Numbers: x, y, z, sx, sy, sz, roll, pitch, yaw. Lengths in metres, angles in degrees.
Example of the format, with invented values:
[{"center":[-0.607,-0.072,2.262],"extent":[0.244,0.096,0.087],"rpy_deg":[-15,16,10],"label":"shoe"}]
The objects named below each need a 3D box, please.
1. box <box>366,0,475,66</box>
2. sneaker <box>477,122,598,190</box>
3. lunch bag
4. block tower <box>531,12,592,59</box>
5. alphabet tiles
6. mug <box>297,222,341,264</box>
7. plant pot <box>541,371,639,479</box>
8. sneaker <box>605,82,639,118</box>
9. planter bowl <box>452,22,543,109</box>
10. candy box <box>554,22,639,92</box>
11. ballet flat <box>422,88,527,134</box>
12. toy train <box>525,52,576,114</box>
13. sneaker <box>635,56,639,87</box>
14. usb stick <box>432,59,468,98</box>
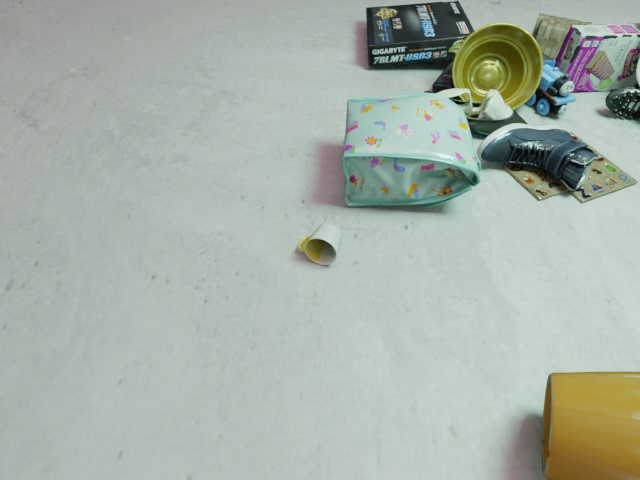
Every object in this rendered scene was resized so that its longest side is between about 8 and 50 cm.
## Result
[{"center":[0.286,-0.623,1.311],"extent":[0.293,0.073,0.295],"rpy_deg":[-2,46,8],"label":"box"},{"center":[0.465,-0.175,0.930],"extent":[0.226,0.086,0.163],"rpy_deg":[-10,47,-11],"label":"sneaker"},{"center":[0.182,-0.186,0.903],"extent":[0.262,0.160,0.223],"rpy_deg":[0,48,6],"label":"lunch bag"},{"center":[0.793,-0.574,1.289],"extent":[0.335,0.091,0.097],"rpy_deg":[21,51,17],"label":"block tower"},{"center":[0.541,-0.159,0.981],"extent":[0.237,0.009,0.198],"rpy_deg":[-18,52,-15],"label":"alphabet tiles"},{"center":[0.003,-0.002,0.805],"extent":[0.078,0.062,0.064],"rpy_deg":[20,44,7],"label":"mug"},{"center":[0.373,0.241,0.524],"extent":[0.188,0.205,0.205],"rpy_deg":[5,48,23],"label":"plant pot"},{"center":[0.823,-0.367,1.124],"extent":[0.234,0.078,0.106],"rpy_deg":[-2,46,-7],"label":"sneaker"},{"center":[0.442,-0.431,1.131],"extent":[0.217,0.217,0.090],"rpy_deg":[6,11,5],"label":"planter bowl"},{"center":[0.751,-0.479,1.161],"extent":[0.233,0.159,0.071],"rpy_deg":[-5,51,-4],"label":"candy box"},{"center":[0.364,-0.307,1.048],"extent":[0.280,0.096,0.095],"rpy_deg":[6,49,4],"label":"ballet flat"},{"center":[0.571,-0.400,1.125],"extent":[0.080,0.105,0.184],"rpy_deg":[-15,51,-13],"label":"toy train"},{"center":[0.827,-0.459,1.020],"extent":[0.111,0.121,0.300],"rpy_deg":[4,86,-5],"label":"sneaker"},{"center":[0.392,-0.479,1.230],"extent":[0.077,0.045,0.278],"rpy_deg":[25,54,18],"label":"usb stick"}]
